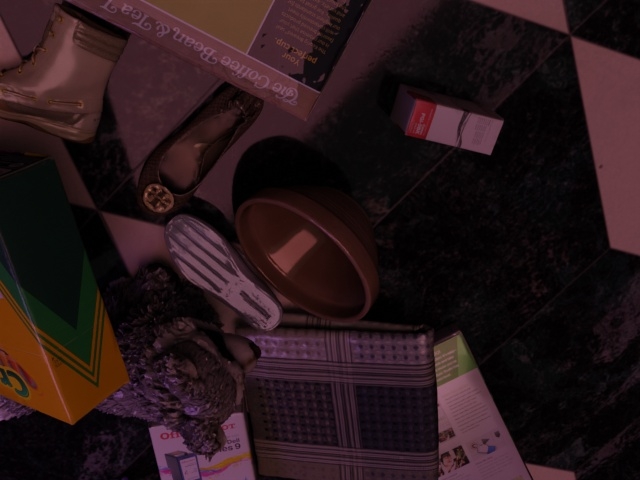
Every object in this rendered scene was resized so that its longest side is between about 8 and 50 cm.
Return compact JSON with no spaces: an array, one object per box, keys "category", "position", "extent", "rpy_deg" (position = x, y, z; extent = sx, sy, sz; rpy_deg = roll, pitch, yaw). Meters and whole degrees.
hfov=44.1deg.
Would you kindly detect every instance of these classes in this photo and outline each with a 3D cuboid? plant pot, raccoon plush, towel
[{"category":"plant pot","position":[0.000,0.000,1.155],"extent":[0.110,0.237,0.237],"rpy_deg":[-48,119,-31]},{"category":"raccoon plush","position":[-0.292,0.234,1.132],"extent":[0.446,0.299,0.216],"rpy_deg":[-35,115,7]},{"category":"towel","position":[0.029,0.263,1.285],"extent":[0.324,0.056,0.312],"rpy_deg":[1,116,15]}]

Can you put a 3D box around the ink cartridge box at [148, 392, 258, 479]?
[{"category":"ink cartridge box","position":[-0.190,0.357,1.317],"extent":[0.154,0.093,0.212],"rpy_deg":[-8,113,-5]}]

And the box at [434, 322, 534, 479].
[{"category":"box","position":[0.197,0.329,1.357],"extent":[0.232,0.058,0.322],"rpy_deg":[-26,105,3]}]

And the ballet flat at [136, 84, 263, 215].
[{"category":"ballet flat","position":[-0.172,-0.127,1.126],"extent":[0.250,0.058,0.084],"rpy_deg":[-44,112,10]}]

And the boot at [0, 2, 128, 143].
[{"category":"boot","position":[-0.377,-0.235,1.036],"extent":[0.213,0.077,0.165],"rpy_deg":[18,110,-22]}]

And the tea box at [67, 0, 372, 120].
[{"category":"tea box","position":[-0.097,-0.373,0.942],"extent":[0.329,0.220,0.323],"rpy_deg":[25,106,-18]}]

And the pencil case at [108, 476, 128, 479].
[{"category":"pencil case","position":[-0.334,0.503,1.366],"extent":[0.088,0.086,0.206],"rpy_deg":[-32,119,-25]}]

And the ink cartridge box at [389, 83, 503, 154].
[{"category":"ink cartridge box","position":[0.180,-0.175,1.140],"extent":[0.135,0.099,0.056],"rpy_deg":[11,111,-13]}]

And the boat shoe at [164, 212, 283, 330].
[{"category":"boat shoe","position":[-0.149,0.049,1.198],"extent":[0.083,0.076,0.226],"rpy_deg":[-40,102,2]}]

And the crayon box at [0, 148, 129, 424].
[{"category":"crayon box","position":[-0.437,0.041,1.012],"extent":[0.106,0.363,0.313],"rpy_deg":[-36,124,-44]}]
